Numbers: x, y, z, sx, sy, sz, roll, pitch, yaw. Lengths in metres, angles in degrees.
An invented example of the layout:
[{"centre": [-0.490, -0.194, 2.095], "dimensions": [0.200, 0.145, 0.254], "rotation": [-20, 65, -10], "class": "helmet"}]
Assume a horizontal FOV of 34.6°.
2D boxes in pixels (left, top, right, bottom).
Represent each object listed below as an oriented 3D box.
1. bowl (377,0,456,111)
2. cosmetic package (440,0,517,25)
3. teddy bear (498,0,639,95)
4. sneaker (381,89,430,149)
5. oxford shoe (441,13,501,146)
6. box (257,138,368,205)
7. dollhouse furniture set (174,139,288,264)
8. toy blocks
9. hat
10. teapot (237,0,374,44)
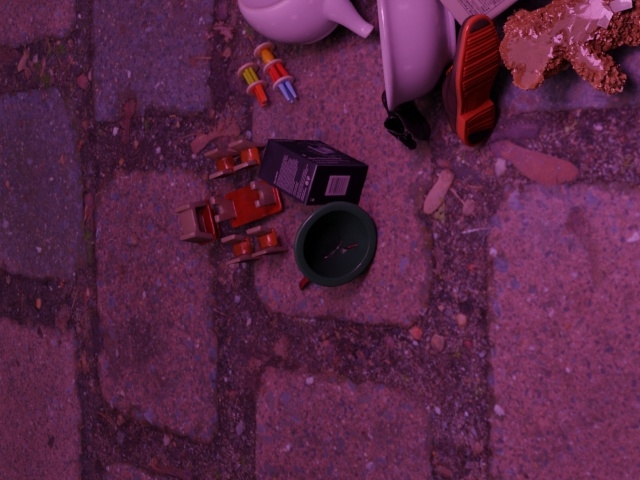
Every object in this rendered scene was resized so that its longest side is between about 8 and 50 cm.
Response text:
[{"centre": [0.176, -0.392, 1.891], "dimensions": [0.134, 0.298, 0.298], "rotation": [-7, 88, 4], "class": "bowl"}, {"centre": [0.332, -0.502, 1.735], "dimensions": [0.153, 0.129, 0.296], "rotation": [50, 135, -10], "class": "cosmetic package"}, {"centre": [0.462, -0.367, 1.694], "dimensions": [0.338, 0.113, 0.245], "rotation": [-47, 67, 28], "class": "teddy bear"}, {"centre": [0.154, -0.240, 2.004], "dimensions": [0.170, 0.089, 0.051], "rotation": [52, 126, 28], "class": "sneaker"}, {"centre": [0.255, -0.294, 1.835], "dimensions": [0.098, 0.097, 0.271], "rotation": [47, 152, 37], "class": "oxford shoe"}, {"centre": [-0.016, -0.143, 2.132], "dimensions": [0.158, 0.156, 0.093], "rotation": [31, 113, 39], "class": "box"}, {"centre": [-0.197, -0.072, 2.366], "dimensions": [0.259, 0.135, 0.262], "rotation": [-18, 81, 33], "class": "dollhouse furniture set"}, {"centre": [-0.114, -0.347, 2.285], "dimensions": [0.123, 0.054, 0.148], "rotation": [-45, 63, 36], "class": "toy blocks"}, {"centre": [0.000, 0.000, 2.176], "dimensions": [0.208, 0.173, 0.183], "rotation": [-45, 20, -3], "class": "hat"}, {"centre": [-0.037, -0.497, 2.117], "dimensions": [0.252, 0.187, 0.256], "rotation": [-23, 49, 24], "class": "teapot"}]
